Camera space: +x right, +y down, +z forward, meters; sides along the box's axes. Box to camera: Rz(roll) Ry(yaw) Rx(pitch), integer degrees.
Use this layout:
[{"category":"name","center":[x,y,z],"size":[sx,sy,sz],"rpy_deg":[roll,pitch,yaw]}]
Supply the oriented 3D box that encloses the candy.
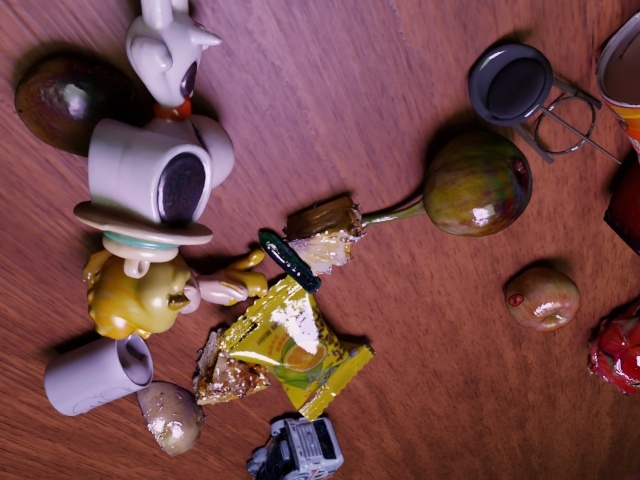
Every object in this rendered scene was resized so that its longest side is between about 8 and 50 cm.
[{"category":"candy","center":[-0.029,0.185,0.911],"size":[0.187,0.081,0.297],"rpy_deg":[-42,127,-7]}]

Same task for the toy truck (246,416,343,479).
[{"category":"toy truck","center":[-0.055,0.523,1.221],"size":[0.162,0.136,0.305],"rpy_deg":[1,137,-28]}]

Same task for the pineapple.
[{"category":"pineapple","center":[0.000,0.000,0.752],"size":[0.116,0.069,0.137],"rpy_deg":[11,134,-19]}]

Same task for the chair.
[{"category":"chair","center":[0.289,-0.158,0.665],"size":[0.222,0.095,0.104],"rpy_deg":[20,114,-32]}]

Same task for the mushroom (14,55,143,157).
[{"category":"mushroom","center":[-0.249,-0.133,0.551],"size":[0.123,0.052,0.123],"rpy_deg":[-8,141,-7]}]

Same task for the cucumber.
[{"category":"cucumber","center":[-0.047,0.031,0.786],"size":[0.032,0.032,0.133],"rpy_deg":[-32,125,15]}]

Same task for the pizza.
[{"category":"pizza","center":[-0.157,0.225,0.928],"size":[0.154,0.069,0.193],"rpy_deg":[-9,137,-8]}]

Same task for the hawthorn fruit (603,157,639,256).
[{"category":"hawthorn fruit","center":[0.543,-0.068,0.766],"size":[0.215,0.215,0.249],"rpy_deg":[2,125,-20]}]

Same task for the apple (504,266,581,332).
[{"category":"apple","center":[0.406,0.106,0.966],"size":[0.126,0.102,0.126],"rpy_deg":[-5,134,-5]}]

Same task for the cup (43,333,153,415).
[{"category":"cup","center":[-0.338,0.217,0.841],"size":[0.133,0.099,0.136],"rpy_deg":[-24,136,5]}]

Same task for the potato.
[{"category":"potato","center":[-0.262,0.328,0.985],"size":[0.089,0.100,0.172],"rpy_deg":[-22,134,-2]}]

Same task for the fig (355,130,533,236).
[{"category":"fig","center":[0.161,-0.054,0.728],"size":[0.245,0.149,0.149],"rpy_deg":[-20,143,40]}]

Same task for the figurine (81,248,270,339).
[{"category":"figurine","center":[-0.195,0.064,0.728],"size":[0.247,0.131,0.156],"rpy_deg":[-2,177,-37]}]

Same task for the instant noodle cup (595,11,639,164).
[{"category":"instant noodle cup","center":[0.447,-0.183,0.627],"size":[0.174,0.213,0.213],"rpy_deg":[30,120,-28]}]

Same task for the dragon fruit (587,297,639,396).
[{"category":"dragon fruit","center":[0.701,0.224,1.132],"size":[0.192,0.193,0.274],"rpy_deg":[43,113,-14]}]

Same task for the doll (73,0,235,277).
[{"category":"doll","center":[-0.166,-0.115,0.502],"size":[0.144,0.208,0.271],"rpy_deg":[13,142,12]}]
